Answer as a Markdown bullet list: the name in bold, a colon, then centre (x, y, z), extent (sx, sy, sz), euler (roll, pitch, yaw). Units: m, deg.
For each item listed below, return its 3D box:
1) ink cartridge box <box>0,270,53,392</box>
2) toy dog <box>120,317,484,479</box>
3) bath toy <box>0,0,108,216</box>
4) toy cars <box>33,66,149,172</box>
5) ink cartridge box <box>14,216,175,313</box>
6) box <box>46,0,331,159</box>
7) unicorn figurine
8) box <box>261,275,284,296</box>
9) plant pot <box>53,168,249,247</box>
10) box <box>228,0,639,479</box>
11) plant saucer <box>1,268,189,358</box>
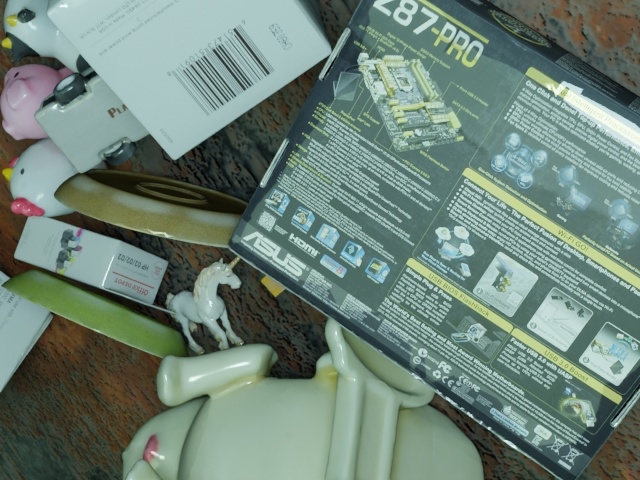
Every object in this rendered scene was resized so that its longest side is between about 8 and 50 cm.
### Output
- **ink cartridge box**: centre (-0.591, 0.083, 1.513), extent (0.385, 0.160, 0.279), euler (39, 136, -17)
- **toy dog**: centre (-0.045, 0.255, 1.299), extent (0.408, 0.395, 0.284), euler (-14, 65, 38)
- **bath toy**: centre (-0.291, -0.161, 1.266), extent (0.151, 0.129, 0.348), euler (30, 130, 14)
- **toy cars**: centre (-0.154, -0.242, 1.117), extent (0.176, 0.087, 0.393), euler (14, 118, -17)
- **ink cartridge box**: centre (-0.257, 0.027, 1.360), extent (0.181, 0.104, 0.061), euler (17, 84, 29)
- **box**: centre (-0.115, -0.205, 1.023), extent (0.181, 0.119, 0.182), euler (-33, 120, 11)
- **unicorn figurine**: centre (-0.132, 0.080, 1.356), extent (0.162, 0.060, 0.111), euler (-13, 110, 37)
- **box**: centre (0.000, 0.000, 1.208), extent (0.028, 0.081, 0.136), euler (46, 131, 1)
- **plant pot**: centre (-0.159, -0.038, 1.205), extent (0.236, 0.236, 0.032), euler (17, 100, 23)
- **box**: centre (0.152, -0.019, 1.035), extent (0.395, 0.097, 0.318), euler (34, 115, 10)
- **plant saucer**: centre (-0.260, 0.086, 1.369), extent (0.241, 0.241, 0.037), euler (21, 84, 21)
